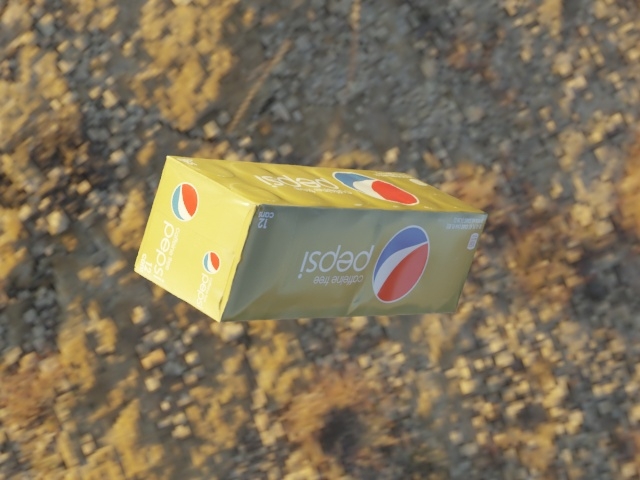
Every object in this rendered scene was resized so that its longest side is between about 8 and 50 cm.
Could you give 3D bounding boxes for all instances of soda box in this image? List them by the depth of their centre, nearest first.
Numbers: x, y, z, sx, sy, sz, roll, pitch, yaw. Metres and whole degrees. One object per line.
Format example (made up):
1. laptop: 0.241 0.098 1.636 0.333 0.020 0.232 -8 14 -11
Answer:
1. soda box: 0.000 0.000 0.801 0.181 0.061 0.058 0 112 -50
